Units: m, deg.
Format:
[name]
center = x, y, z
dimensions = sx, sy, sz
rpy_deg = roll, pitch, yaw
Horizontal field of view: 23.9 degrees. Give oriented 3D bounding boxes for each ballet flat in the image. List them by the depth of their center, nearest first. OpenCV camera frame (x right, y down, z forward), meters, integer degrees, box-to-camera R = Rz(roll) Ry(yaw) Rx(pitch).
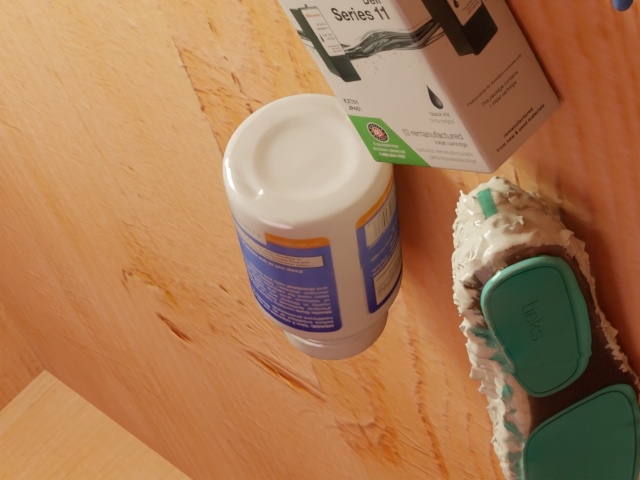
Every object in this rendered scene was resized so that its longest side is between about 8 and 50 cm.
[ballet flat]
center = 0.198, 0.100, 1.325
dimensions = 0.147, 0.147, 0.409
rpy_deg = 28, 150, 38

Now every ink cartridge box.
[ink cartridge box]
center = 0.060, -0.159, 1.113
dimensions = 0.153, 0.087, 0.208
rpy_deg = 11, 139, 56

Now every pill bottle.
[pill bottle]
center = 0.000, 0.000, 1.430
dimensions = 0.152, 0.152, 0.272
rpy_deg = 35, 157, 25

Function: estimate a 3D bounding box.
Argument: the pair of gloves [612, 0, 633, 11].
[pair of gloves]
center = 0.228, -0.156, 0.768
dimensions = 0.198, 0.023, 0.159
rpy_deg = 6, 160, 13
